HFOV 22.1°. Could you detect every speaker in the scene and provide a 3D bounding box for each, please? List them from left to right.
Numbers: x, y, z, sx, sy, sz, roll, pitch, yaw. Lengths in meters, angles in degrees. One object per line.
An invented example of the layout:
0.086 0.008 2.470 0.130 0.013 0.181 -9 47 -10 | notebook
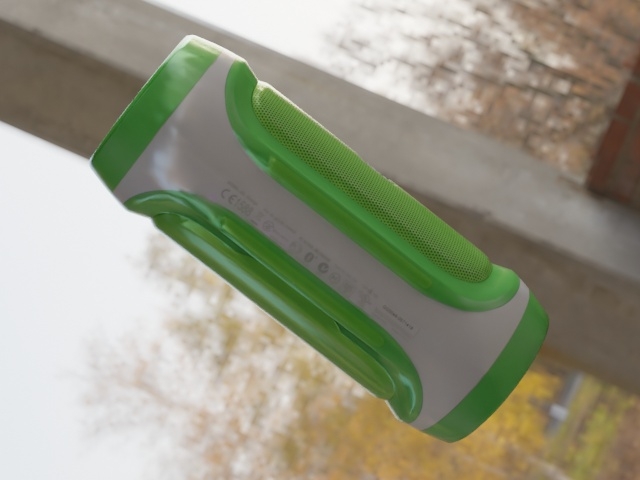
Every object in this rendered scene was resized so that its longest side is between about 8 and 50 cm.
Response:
0.000 0.000 1.058 0.131 0.296 0.131 -51 6 8 | speaker
